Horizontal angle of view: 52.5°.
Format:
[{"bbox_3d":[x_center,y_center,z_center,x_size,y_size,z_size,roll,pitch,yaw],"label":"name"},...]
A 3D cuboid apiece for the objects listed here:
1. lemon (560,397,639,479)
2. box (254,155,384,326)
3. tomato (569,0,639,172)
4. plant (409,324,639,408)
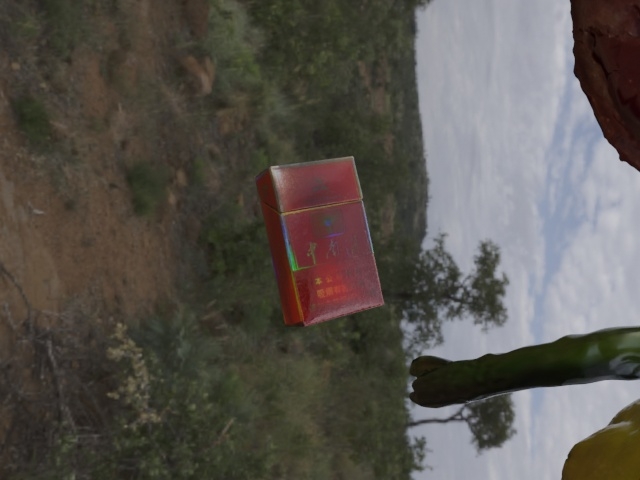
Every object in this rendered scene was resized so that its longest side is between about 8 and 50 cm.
[{"bbox_3d":[0.428,0.326,0.693,0.348,0.348,0.348,-4,90,-84],"label":"lemon"},{"bbox_3d":[0.000,0.000,0.725,0.048,0.112,0.175,-14,-91,60],"label":"box"},{"bbox_3d":[0.209,-0.109,0.305,0.173,0.099,0.189,55,-15,43],"label":"tomato"},{"bbox_3d":[0.250,0.080,0.302,0.251,0.333,0.180,129,-54,-64],"label":"plant"}]
